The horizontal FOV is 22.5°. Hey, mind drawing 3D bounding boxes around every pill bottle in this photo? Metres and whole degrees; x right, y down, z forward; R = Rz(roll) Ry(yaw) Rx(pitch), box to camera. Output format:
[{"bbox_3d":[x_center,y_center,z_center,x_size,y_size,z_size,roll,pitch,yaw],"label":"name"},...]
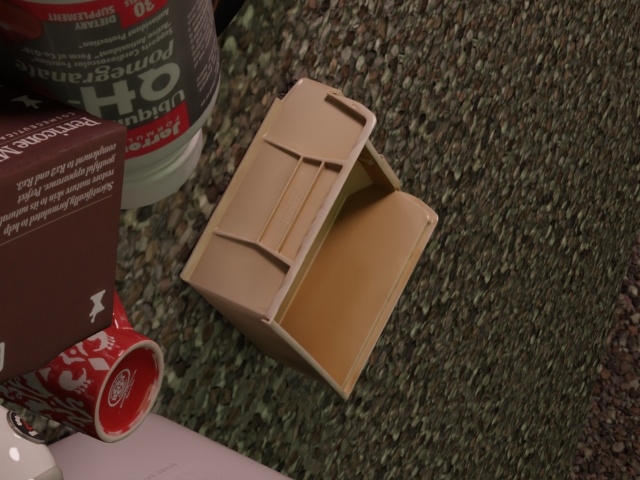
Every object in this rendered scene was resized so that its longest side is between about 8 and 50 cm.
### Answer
[{"bbox_3d":[-0.168,-0.162,1.225,0.176,0.176,0.318,-55,161,-25],"label":"pill bottle"}]

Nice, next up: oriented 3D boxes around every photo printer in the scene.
[{"bbox_3d":[-0.128,0.281,1.512,0.256,0.307,0.107,-19,126,-56],"label":"photo printer"}]

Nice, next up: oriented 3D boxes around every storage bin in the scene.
[{"bbox_3d":[0.000,0.000,1.751,0.260,0.123,0.262,-62,153,-12],"label":"storage bin"}]

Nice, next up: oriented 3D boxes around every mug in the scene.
[{"bbox_3d":[-0.223,0.080,1.334,0.113,0.169,0.150,-34,138,-48],"label":"mug"}]

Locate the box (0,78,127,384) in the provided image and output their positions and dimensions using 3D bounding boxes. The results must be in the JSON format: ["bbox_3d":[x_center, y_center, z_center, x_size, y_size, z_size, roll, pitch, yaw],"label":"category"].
[{"bbox_3d":[-0.270,-0.016,1.134,0.168,0.203,0.167,-30,134,-53],"label":"box"}]

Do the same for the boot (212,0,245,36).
[{"bbox_3d":[-0.112,-0.250,1.421,0.082,0.106,0.219,-46,175,-45],"label":"boot"}]

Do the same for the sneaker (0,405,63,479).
[{"bbox_3d":[-0.326,0.232,1.104,0.330,0.146,0.122,-41,174,-7],"label":"sneaker"}]
